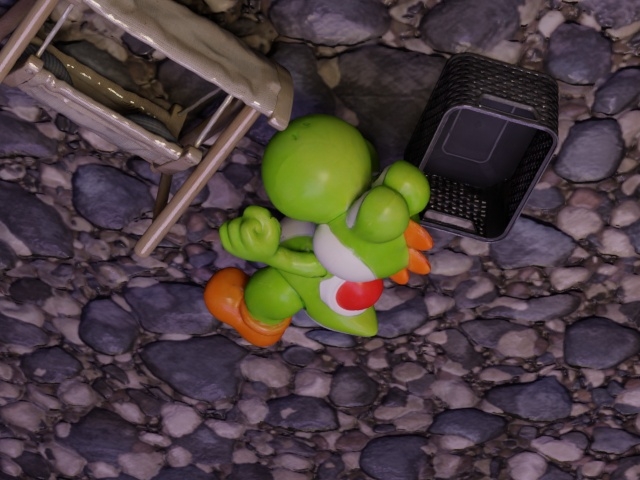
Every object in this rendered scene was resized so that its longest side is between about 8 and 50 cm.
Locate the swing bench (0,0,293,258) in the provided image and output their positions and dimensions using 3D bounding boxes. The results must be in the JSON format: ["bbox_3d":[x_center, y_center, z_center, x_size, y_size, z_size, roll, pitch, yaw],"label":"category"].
[{"bbox_3d":[-0.198,-0.158,1.773,0.253,0.165,0.254,32,126,-24],"label":"swing bench"}]

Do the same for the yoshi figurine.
[{"bbox_3d":[-0.011,-0.025,1.830,0.203,0.204,0.362,9,158,-19],"label":"yoshi figurine"}]

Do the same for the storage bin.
[{"bbox_3d":[0.164,-0.094,1.845,0.122,0.084,0.180,15,137,-9],"label":"storage bin"}]
